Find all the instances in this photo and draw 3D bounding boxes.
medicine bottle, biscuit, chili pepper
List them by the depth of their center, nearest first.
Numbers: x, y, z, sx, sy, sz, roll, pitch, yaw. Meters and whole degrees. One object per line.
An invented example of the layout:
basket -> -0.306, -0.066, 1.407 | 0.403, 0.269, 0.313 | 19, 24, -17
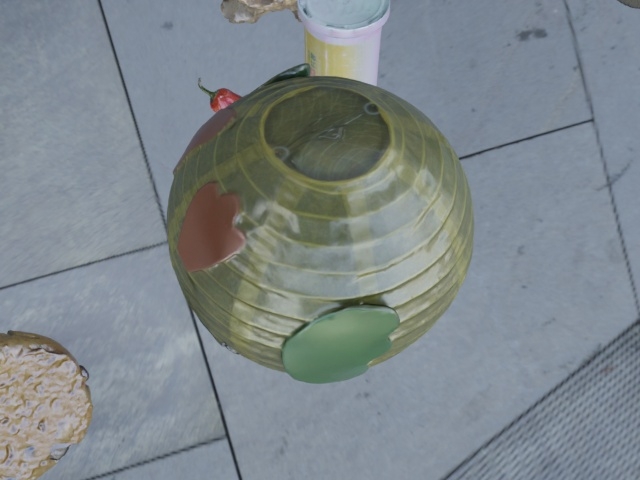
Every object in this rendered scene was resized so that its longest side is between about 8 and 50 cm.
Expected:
medicine bottle -> 0.022, -0.147, 1.150 | 0.108, 0.426, 0.108 | 1, 53, -1
biscuit -> -0.478, 0.256, 1.245 | 0.296, 0.075, 0.296 | -19, 126, -29
chili pepper -> -0.149, -0.233, 1.583 | 0.191, 0.059, 0.050 | 33, 50, -14

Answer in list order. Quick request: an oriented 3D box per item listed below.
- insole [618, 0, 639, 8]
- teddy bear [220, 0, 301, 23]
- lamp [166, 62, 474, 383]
insole -> 0.479, -0.376, 0.989 | 0.119, 0.348, 0.009 | 21, 59, -22
teddy bear -> -0.102, -0.454, 1.333 | 0.296, 0.222, 0.246 | 20, 111, -10
lamp -> 0.000, 0.000, 0.715 | 0.250, 0.284, 0.250 | 0, 56, 0
